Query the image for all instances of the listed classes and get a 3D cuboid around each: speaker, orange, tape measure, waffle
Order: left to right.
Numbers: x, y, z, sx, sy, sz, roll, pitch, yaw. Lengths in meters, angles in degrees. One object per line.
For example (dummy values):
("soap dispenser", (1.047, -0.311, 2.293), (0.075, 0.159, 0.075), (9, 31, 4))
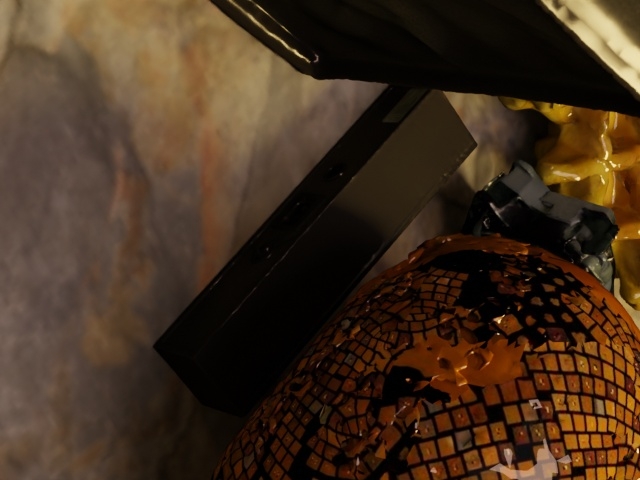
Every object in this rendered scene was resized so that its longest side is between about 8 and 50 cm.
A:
("speaker", (0.000, 0.000, 0.760), (0.191, 0.040, 0.046), (-49, 120, -21))
("orange", (0.051, 0.108, 0.693), (0.234, 0.234, 0.182), (-38, 91, -27))
("tape measure", (0.113, 0.009, 0.814), (0.054, 0.091, 0.094), (-45, 153, -27))
("waffle", (0.215, -0.087, 0.895), (0.293, 0.069, 0.259), (34, 78, -37))

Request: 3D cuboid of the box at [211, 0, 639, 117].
("box", (0.003, -0.224, 0.594), (0.345, 0.251, 0.204), (35, 79, -34))
